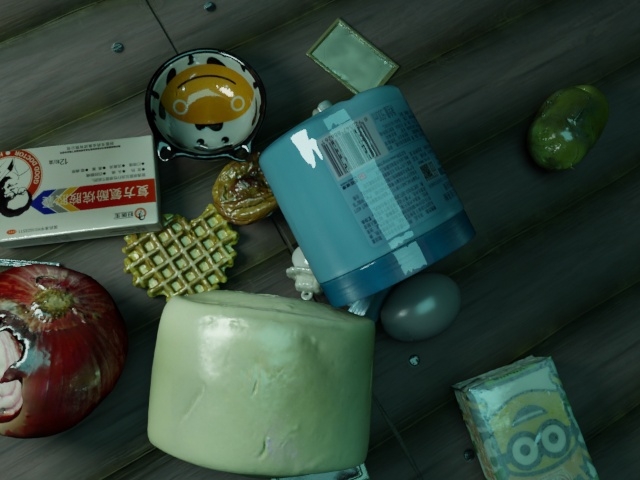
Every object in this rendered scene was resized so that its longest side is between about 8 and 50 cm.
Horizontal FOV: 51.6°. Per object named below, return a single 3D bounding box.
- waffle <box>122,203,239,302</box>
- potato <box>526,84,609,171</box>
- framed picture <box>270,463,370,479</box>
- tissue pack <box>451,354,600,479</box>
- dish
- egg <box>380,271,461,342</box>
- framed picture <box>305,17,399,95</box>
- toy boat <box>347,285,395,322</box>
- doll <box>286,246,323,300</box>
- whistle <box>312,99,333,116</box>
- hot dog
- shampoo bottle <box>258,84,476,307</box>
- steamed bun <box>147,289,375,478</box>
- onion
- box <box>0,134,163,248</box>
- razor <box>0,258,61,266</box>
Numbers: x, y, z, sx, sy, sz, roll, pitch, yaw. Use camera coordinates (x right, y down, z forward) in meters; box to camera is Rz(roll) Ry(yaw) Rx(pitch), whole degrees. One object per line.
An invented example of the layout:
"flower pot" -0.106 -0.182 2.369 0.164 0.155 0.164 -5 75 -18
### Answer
"waffle" -0.319 0.020 1.502 0.253 0.056 0.249 22 77 -2
"potato" 0.616 -0.286 1.649 0.169 0.143 0.248 45 76 -9
"framed picture" -0.036 0.433 1.482 0.211 0.020 0.289 -18 83 -10
"tissue pack" 0.460 0.441 1.497 0.228 0.128 0.311 -18 84 -11
"dish" -0.259 -0.292 1.532 0.303 0.120 0.303 1 76 -3
"egg" 0.228 0.152 1.507 0.198 0.146 0.146 -25 84 -9
"framed picture" 0.081 -0.455 1.674 0.201 0.010 0.136 39 76 0
"toy boat" 0.089 0.142 1.533 0.102 0.088 0.215 23 75 32
"doll" 0.000 0.000 1.527 0.138 0.119 0.293 11 72 3
"whistle" 0.106 -0.191 1.577 0.142 0.134 0.346 -38 77 -10
"hot dog" -0.134 -0.124 1.515 0.227 0.099 0.160 -34 69 -32
"shampoo bottle" 0.089 -0.090 1.338 0.331 0.331 0.343 -28 91 -12
"steamed bun" -0.117 0.291 1.335 0.456 0.290 0.371 5 84 -2
"onion" -0.543 0.198 1.311 0.341 0.341 0.341 2 79 -8
"box" -0.536 -0.109 1.465 0.353 0.069 0.214 -8 73 -3
"razor" -0.672 0.053 1.457 0.190 0.033 0.066 5 79 -8
